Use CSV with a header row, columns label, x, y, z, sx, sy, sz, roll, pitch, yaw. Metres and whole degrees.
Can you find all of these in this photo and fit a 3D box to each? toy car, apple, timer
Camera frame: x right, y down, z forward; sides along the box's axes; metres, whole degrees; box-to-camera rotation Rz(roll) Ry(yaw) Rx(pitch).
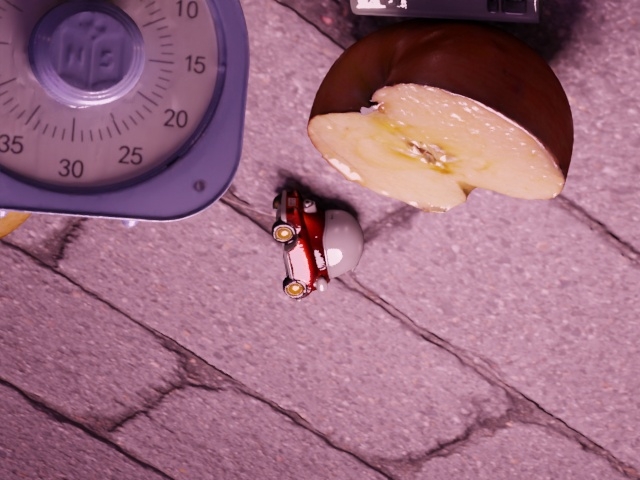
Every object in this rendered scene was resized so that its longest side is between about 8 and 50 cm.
label,x,y,z,sx,sy,sz,roll,pitch,yaw
toy car,0.000,0.000,1.809,0.112,0.112,0.139,-8,125,6
apple,0.138,-0.156,1.514,0.293,0.163,0.251,-6,147,46
timer,-0.260,-0.207,1.479,0.395,0.395,0.173,35,173,-19

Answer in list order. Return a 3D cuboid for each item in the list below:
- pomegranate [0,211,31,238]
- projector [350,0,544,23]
label,x,y,z,sx,sy,sz,roll,pitch,yaw
pomegranate,-0.433,-0.130,1.674,0.319,0.319,0.319,10,139,9
projector,0.125,-0.338,1.379,0.198,0.108,0.250,5,136,15
